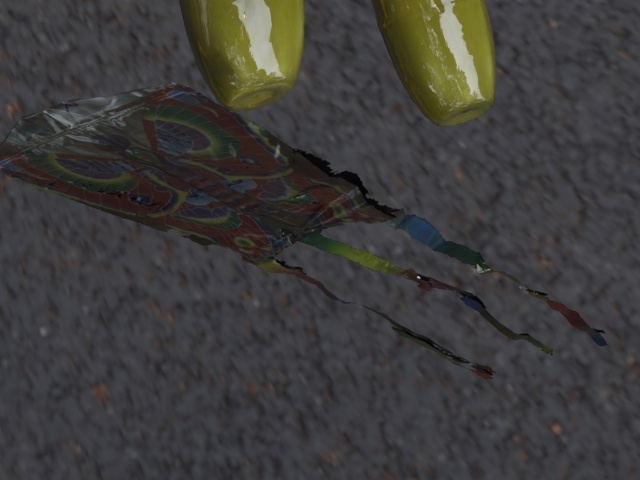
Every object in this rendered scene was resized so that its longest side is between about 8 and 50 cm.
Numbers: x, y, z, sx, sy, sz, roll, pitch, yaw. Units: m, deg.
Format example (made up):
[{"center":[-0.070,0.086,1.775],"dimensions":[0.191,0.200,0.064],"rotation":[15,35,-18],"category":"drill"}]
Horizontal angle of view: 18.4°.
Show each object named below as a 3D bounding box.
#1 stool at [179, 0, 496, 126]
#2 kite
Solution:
[{"center":[0.023,-0.095,0.432],"dimensions":[0.135,0.134,0.110],"rotation":[-18,75,-12],"category":"stool"},{"center":[0.000,0.000,0.852],"dimensions":[0.285,0.152,0.015],"rotation":[28,65,-31],"category":"kite"}]
